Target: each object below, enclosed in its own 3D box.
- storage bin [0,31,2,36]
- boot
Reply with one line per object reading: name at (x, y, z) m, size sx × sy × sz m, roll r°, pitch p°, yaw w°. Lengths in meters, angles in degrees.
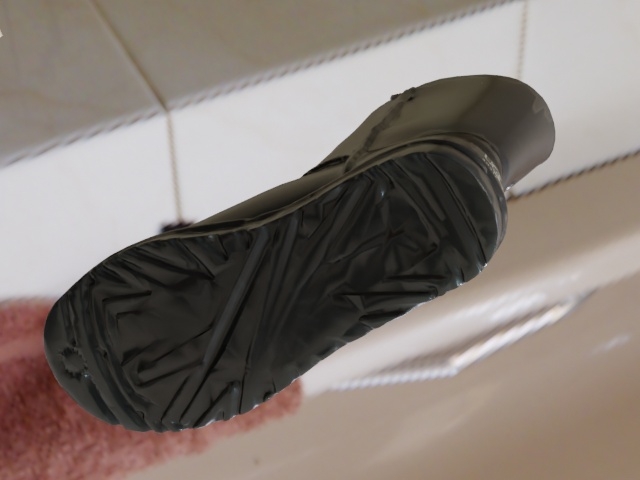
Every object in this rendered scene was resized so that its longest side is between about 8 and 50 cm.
storage bin at (-0.342, -0.219, 0.846) m, size 0.123 × 0.260 × 0.262 m, roll -41°, pitch 135°, yaw -22°
boot at (0.000, 0.000, 0.773) m, size 0.246 × 0.094 × 0.207 m, roll -25°, pitch -173°, yaw 19°
